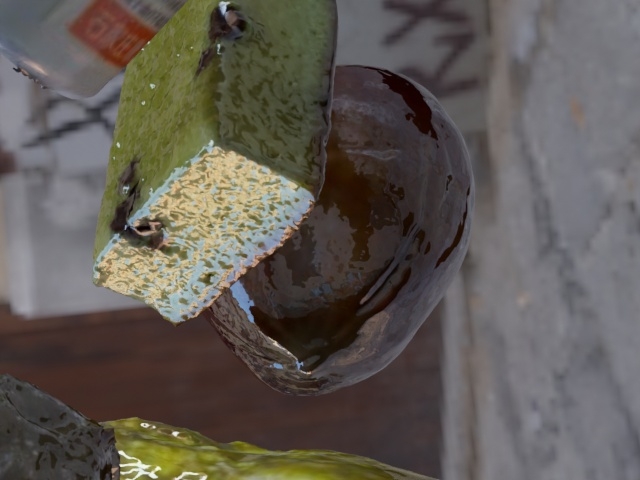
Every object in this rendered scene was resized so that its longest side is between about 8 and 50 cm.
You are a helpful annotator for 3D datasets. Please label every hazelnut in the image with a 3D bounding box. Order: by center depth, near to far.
[{"bbox_3d":[0.000,0.000,1.307,0.229,0.229,0.229,174,90,-78],"label":"hazelnut"}]

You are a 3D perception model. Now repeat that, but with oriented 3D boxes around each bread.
[{"bbox_3d":[-0.048,-0.138,1.050,0.138,0.077,0.361,-44,32,43],"label":"bread"}]

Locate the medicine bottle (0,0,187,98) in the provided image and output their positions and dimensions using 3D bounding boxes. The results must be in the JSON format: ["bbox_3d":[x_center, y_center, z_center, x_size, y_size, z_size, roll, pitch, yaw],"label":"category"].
[{"bbox_3d":[-0.066,-0.192,0.826,0.144,0.252,0.144,42,-173,-6],"label":"medicine bottle"}]

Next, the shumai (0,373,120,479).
[{"bbox_3d":[-0.162,0.153,0.739,0.206,0.166,0.176,-57,29,39],"label":"shumai"}]

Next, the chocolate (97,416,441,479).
[{"bbox_3d":[0.051,0.199,1.163,0.162,0.445,0.162,-51,-29,-44],"label":"chocolate"}]
